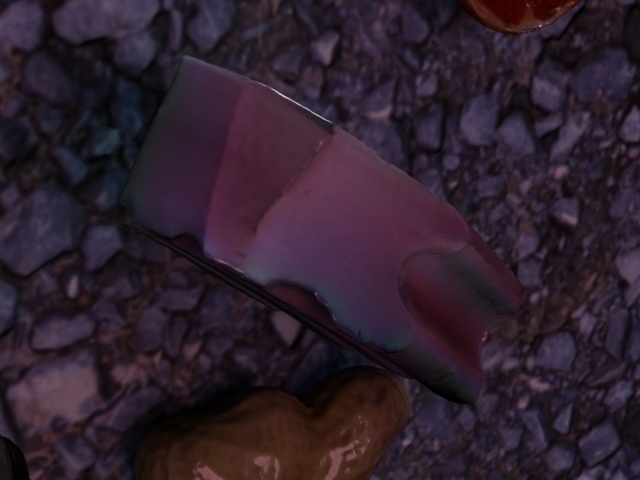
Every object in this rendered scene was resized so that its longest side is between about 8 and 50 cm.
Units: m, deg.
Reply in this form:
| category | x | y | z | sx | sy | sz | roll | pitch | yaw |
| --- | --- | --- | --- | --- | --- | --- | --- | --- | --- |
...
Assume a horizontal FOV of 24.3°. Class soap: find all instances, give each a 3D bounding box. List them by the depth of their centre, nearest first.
| category | x | y | z | sx | sy | sz | roll | pitch | yaw |
| --- | --- | --- | --- | --- | --- | --- | --- | --- | --- |
| soap | 0.000 | 0.000 | 0.962 | 0.109 | 0.193 | 0.324 | -64 | 155 | -5 |

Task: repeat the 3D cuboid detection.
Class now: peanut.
| category | x | y | z | sx | sy | sz | roll | pitch | yaw |
| --- | --- | --- | --- | --- | --- | --- | --- | --- | --- |
| peanut | -0.028 | 0.153 | 1.080 | 0.228 | 0.086 | 0.104 | -10 | 109 | -34 |

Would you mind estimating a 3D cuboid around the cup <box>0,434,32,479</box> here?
| category | x | y | z | sx | sy | sz | roll | pitch | yaw |
| --- | --- | --- | --- | --- | --- | --- | --- | --- | --- |
| cup | -0.302 | 0.153 | 0.831 | 0.280 | 0.196 | 0.196 | 36 | 85 | -30 |

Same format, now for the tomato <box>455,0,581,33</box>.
| category | x | y | z | sx | sy | sz | roll | pitch | yaw |
| --- | --- | --- | --- | --- | --- | --- | --- | --- | --- |
| tomato | 0.134 | -0.226 | 1.063 | 0.155 | 0.069 | 0.155 | -16 | 117 | -34 |
